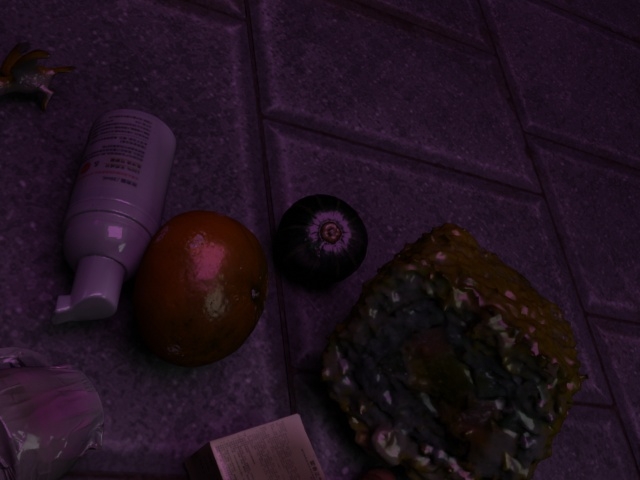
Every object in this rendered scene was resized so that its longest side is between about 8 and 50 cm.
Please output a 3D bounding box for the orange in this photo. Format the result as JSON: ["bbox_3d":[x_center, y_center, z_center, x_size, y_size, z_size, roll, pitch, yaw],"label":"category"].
[{"bbox_3d":[-0.172,0.073,1.225,0.171,0.240,0.240,12,41,20],"label":"orange"}]

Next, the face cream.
[{"bbox_3d":[-0.318,-0.024,1.251,0.145,0.145,0.369,21,50,-22],"label":"face cream"}]

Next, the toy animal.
[{"bbox_3d":[-0.483,-0.253,1.345,0.095,0.219,0.155,37,79,-31],"label":"toy animal"}]

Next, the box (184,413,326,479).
[{"bbox_3d":[-0.073,0.374,1.162,0.168,0.095,0.212,-9,65,-38],"label":"box"}]

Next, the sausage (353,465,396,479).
[{"bbox_3d":[0.067,0.378,1.185,0.078,0.078,0.304,56,3,12],"label":"sausage"}]

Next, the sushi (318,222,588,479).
[{"bbox_3d":[0.208,0.206,1.318,0.396,0.351,0.240,40,24,2],"label":"sushi"}]

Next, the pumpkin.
[{"bbox_3d":[0.001,-0.002,1.470,0.167,0.125,0.167,1,87,-22],"label":"pumpkin"}]

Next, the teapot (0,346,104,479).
[{"bbox_3d":[-0.386,0.230,1.034,0.178,0.221,0.163,-18,109,-52],"label":"teapot"}]
